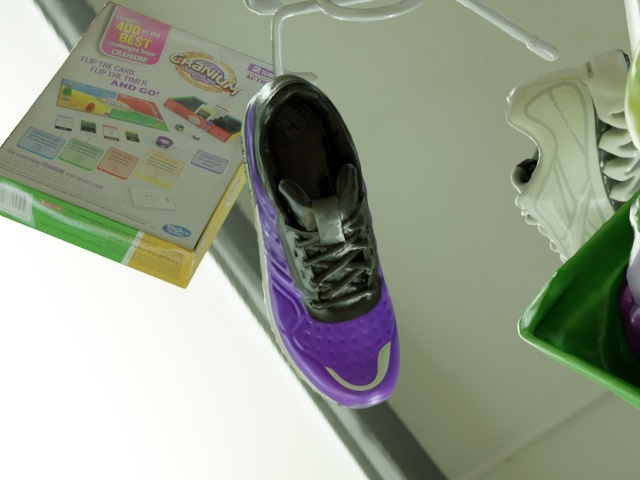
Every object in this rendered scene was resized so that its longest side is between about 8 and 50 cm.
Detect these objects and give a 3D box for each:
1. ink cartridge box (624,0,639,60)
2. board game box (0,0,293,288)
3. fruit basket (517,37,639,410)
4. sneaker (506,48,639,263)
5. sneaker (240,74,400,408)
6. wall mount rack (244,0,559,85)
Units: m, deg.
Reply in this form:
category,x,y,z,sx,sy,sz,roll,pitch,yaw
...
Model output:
category,x,y,z,sx,sy,sz,roll,pitch,yaw
ink cartridge box,0.426,-0.287,1.557,0.207,0.283,0.117,-13,-144,8
board game box,-0.194,-0.114,1.625,0.242,0.064,0.316,22,-133,5
fruit basket,0.271,-0.019,0.870,0.283,0.392,0.392,-45,-124,-6
sneaker,0.234,-0.027,1.294,0.118,0.292,0.110,-10,-151,9
sneaker,-0.001,0.000,1.221,0.102,0.146,0.293,-16,-93,-10
wall mount rack,0.079,-0.269,1.581,0.304,0.130,0.350,-10,-147,-8
